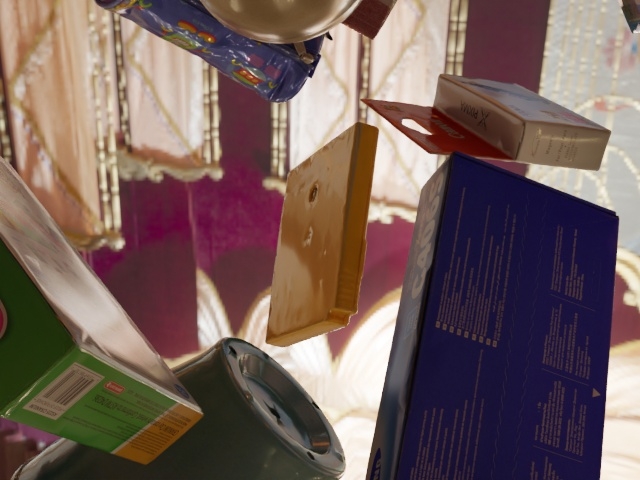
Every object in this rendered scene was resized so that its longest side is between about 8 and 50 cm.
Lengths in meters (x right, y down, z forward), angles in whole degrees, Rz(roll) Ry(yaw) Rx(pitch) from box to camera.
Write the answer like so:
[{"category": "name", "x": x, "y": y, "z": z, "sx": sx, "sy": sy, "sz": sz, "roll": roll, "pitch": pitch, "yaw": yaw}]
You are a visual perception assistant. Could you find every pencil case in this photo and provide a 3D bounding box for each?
[{"category": "pencil case", "x": -0.129, "y": -0.280, "z": 1.214, "sx": 0.306, "sy": 0.119, "sz": 0.133, "roll": 24, "pitch": 175, "yaw": -35}]

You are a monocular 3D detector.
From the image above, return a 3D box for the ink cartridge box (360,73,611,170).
[{"category": "ink cartridge box", "x": 0.209, "y": -0.168, "z": 1.286, "sx": 0.239, "sy": 0.060, "sz": 0.275, "roll": 5, "pitch": -160, "yaw": -19}]

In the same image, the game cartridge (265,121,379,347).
[{"category": "game cartridge", "x": 0.000, "y": 0.000, "z": 1.585, "sx": 0.053, "sy": 0.323, "sz": 0.285, "roll": 13, "pitch": 162, "yaw": -22}]

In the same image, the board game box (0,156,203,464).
[{"category": "board game box", "x": -0.238, "y": 0.015, "z": 0.728, "sx": 0.064, "sy": 0.242, "sz": 0.316, "roll": -41, "pitch": -113, "yaw": -4}]

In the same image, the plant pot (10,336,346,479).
[{"category": "plant pot", "x": -0.124, "y": 0.243, "z": 0.968, "sx": 0.271, "sy": 0.255, "sz": 0.271, "roll": 44, "pitch": -170, "yaw": -10}]

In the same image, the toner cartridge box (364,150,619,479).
[{"category": "toner cartridge box", "x": 0.139, "y": 0.111, "z": 0.772, "sx": 0.165, "sy": 0.075, "sz": 0.348, "roll": 20, "pitch": -119, "yaw": -9}]

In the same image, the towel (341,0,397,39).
[{"category": "towel", "x": 0.060, "y": -0.498, "z": 1.435, "sx": 0.237, "sy": 0.329, "sz": 0.037, "roll": 31, "pitch": -162, "yaw": 1}]

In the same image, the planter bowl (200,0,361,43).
[{"category": "planter bowl", "x": -0.036, "y": -0.231, "z": 0.722, "sx": 0.162, "sy": 0.162, "sz": 0.109, "roll": 4, "pitch": -170, "yaw": 5}]

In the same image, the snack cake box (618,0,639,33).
[{"category": "snack cake box", "x": 0.313, "y": -0.224, "z": 0.576, "sx": 0.264, "sy": 0.089, "sz": 0.152, "roll": -26, "pitch": -173, "yaw": 2}]
